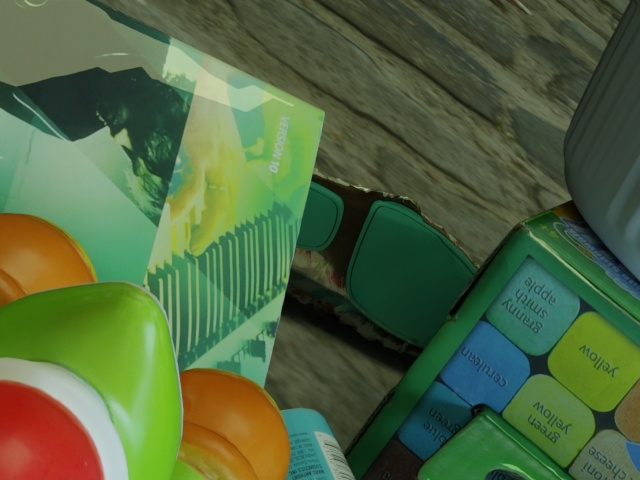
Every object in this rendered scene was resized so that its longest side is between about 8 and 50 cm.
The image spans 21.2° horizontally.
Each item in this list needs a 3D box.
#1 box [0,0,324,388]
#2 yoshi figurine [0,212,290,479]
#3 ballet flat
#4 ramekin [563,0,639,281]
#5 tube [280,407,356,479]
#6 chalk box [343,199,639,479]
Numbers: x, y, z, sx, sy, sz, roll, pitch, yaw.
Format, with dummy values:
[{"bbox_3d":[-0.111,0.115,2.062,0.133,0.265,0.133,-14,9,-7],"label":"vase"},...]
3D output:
[{"bbox_3d":[-0.162,-0.007,0.658,0.322,0.058,0.232,24,64,-26],"label":"box"},{"bbox_3d":[-0.132,0.136,0.446,0.362,0.204,0.203,-57,137,-69],"label":"yoshi figurine"},{"bbox_3d":[0.000,0.000,1.018,0.241,0.091,0.077,29,-10,-25],"label":"ballet flat"},{"bbox_3d":[0.248,-0.027,0.881,0.273,0.127,0.273,28,24,-14],"label":"ramekin"},{"bbox_3d":[0.019,0.167,0.750,0.080,0.052,0.207,9,39,-38],"label":"tube"},{"bbox_3d":[0.146,0.097,0.888,0.180,0.179,0.289,40,23,13],"label":"chalk box"}]
